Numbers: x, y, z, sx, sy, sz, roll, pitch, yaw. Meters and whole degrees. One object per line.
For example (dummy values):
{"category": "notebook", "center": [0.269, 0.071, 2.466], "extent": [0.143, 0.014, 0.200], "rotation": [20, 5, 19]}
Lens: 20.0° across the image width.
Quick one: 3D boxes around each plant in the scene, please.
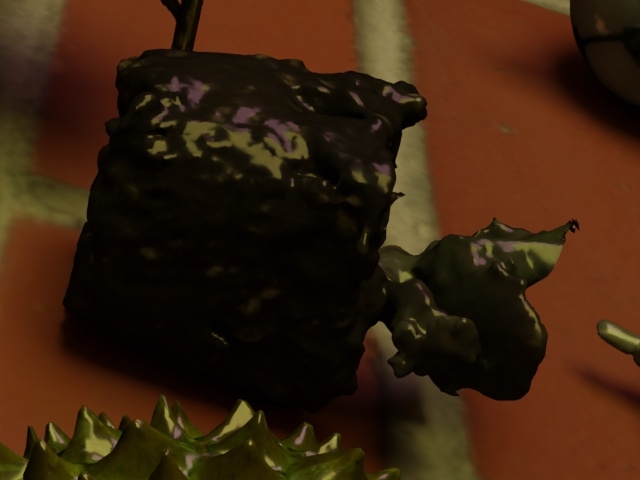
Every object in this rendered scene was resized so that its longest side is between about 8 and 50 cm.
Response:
{"category": "plant", "center": [0.000, 0.000, 0.755], "extent": [0.203, 0.131, 0.142], "rotation": [17, 28, -15]}

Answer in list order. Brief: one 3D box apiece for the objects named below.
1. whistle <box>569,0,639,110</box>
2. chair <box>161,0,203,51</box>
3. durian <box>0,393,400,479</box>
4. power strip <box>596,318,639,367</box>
{"category": "whistle", "center": [0.262, -0.144, 1.144], "extent": [0.290, 0.163, 0.163], "rotation": [11, 33, -20]}
{"category": "chair", "center": [-0.085, -0.207, 0.828], "extent": [0.160, 0.325, 0.170], "rotation": [19, 30, -9]}
{"category": "durian", "center": [-0.048, 0.142, 0.469], "extent": [0.200, 0.176, 0.237], "rotation": [18, 36, 32]}
{"category": "power strip", "center": [0.242, 0.102, 0.840], "extent": [0.253, 0.054, 0.167], "rotation": [36, 31, 19]}
